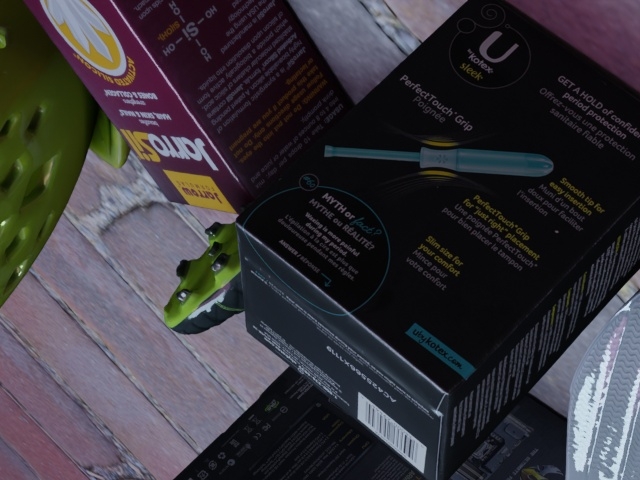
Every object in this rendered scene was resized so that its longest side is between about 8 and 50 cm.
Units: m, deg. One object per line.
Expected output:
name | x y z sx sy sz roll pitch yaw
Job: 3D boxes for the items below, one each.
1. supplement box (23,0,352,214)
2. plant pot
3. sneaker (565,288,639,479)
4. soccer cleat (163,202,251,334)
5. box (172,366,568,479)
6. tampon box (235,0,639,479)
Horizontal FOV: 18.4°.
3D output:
supplement box | -0.078 -0.109 1.024 0.104 0.081 0.188 10 140 56
plant pot | -0.234 -0.101 1.151 0.227 0.207 0.228 40 159 13
sneaker | 0.172 0.101 0.953 0.094 0.091 0.258 39 138 27
soccer cleat | 0.000 0.000 0.981 0.072 0.179 0.060 46 -163 -23
box | 0.023 0.160 1.122 0.183 0.232 0.059 33 153 27
tampon box | 0.061 -0.002 0.857 0.120 0.161 0.101 39 158 19
